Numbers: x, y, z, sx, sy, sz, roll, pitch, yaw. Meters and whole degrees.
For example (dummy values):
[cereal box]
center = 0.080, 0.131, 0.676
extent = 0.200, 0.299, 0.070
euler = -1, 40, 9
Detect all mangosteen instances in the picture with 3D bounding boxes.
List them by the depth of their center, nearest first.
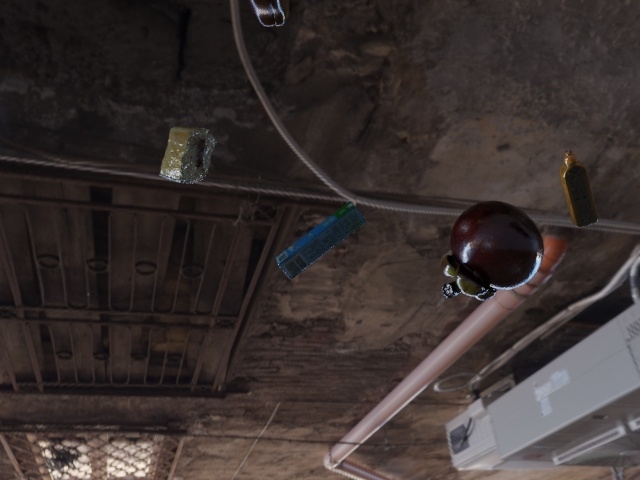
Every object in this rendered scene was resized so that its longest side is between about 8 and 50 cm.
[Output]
[mangosteen]
center = 0.376, 0.037, 1.319
extent = 0.215, 0.215, 0.257
euler = 42, -96, 12

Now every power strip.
[power strip]
center = 0.517, -0.103, 1.169
extent = 0.049, 0.178, 0.028
euler = -19, -154, 15

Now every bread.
[bread]
center = -0.282, -0.183, 1.247
extent = 0.082, 0.106, 0.125
euler = 15, -89, -41

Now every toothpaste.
[toothpaste]
center = 0.000, 0.000, 1.612
extent = 0.065, 0.266, 0.050
euler = 51, -176, -26

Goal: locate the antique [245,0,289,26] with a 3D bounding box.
[antique]
center = -0.164, -0.800, 1.765
extent = 0.129, 0.278, 0.223
euler = 2, -137, 6
